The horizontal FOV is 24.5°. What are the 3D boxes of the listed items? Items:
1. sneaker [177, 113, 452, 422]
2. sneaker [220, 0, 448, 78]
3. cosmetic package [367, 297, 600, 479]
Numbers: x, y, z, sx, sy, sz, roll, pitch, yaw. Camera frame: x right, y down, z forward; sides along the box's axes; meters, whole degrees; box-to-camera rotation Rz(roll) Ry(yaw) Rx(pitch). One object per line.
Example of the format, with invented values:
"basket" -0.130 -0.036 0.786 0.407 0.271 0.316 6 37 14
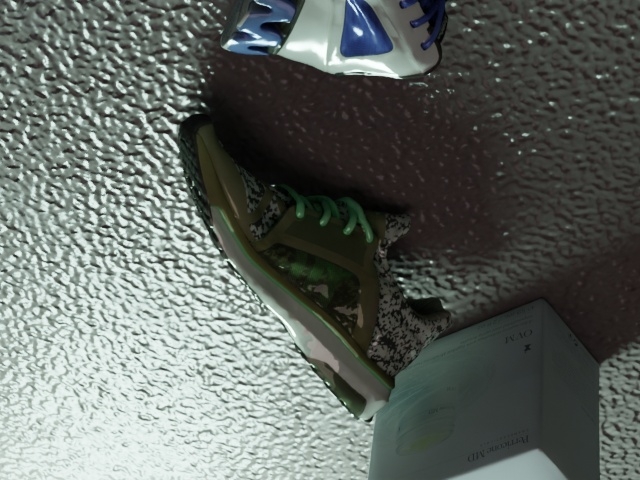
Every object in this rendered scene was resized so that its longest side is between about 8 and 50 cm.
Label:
"sneaker" 0.000 0.000 1.564 0.182 0.158 0.410 -37 121 0
"sneaker" 0.056 -0.250 1.303 0.182 0.127 0.315 23 140 -17
"cosmetic package" 0.183 0.217 1.644 0.224 0.224 0.138 -25 125 28
